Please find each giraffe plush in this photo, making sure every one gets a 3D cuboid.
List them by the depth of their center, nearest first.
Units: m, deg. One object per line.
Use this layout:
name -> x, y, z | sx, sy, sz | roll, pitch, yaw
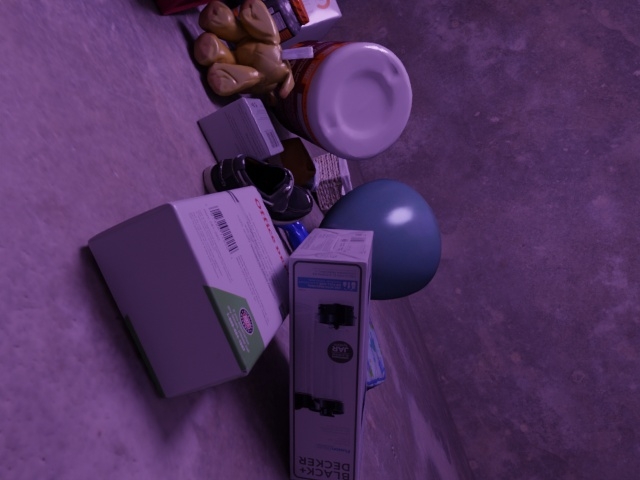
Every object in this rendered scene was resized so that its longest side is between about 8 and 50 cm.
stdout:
giraffe plush -> -0.133, -0.345, 0.871 | 0.170, 0.210, 0.181 | -163, -99, -78

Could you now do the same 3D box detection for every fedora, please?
fedora -> -0.062, -0.177, 1.020 | 0.194, 0.079, 0.194 | 60, 17, -31

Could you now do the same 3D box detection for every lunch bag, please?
lunch bag -> 0.053, 0.202, 0.847 | 0.219, 0.090, 0.176 | 32, 37, -67

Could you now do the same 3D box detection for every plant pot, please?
plant pot -> 0.098, 0.016, 1.024 | 0.195, 0.290, 0.290 | -17, 84, -41

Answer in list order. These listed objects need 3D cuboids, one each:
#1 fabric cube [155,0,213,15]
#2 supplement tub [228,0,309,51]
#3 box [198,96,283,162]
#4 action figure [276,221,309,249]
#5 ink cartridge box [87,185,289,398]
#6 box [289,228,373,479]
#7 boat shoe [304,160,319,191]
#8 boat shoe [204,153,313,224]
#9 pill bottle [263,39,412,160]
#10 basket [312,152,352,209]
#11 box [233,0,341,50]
fabric cube -> -0.168, -0.560, 0.709 | 0.258, 0.254, 0.259 | 61, 35, -22
supplement tub -> -0.129, -0.517, 1.056 | 0.117, 0.190, 0.117 | -22, 90, -77
box -> -0.128, -0.174, 0.745 | 0.102, 0.087, 0.101 | 64, 14, -12
action figure -> 0.000, 0.000, 0.881 | 0.091, 0.139, 0.280 | -70, 138, -68
ink cartridge box -> -0.110, 0.035, 0.478 | 0.219, 0.093, 0.160 | -46, 114, -76
box -> 0.018, 0.141, 0.585 | 0.169, 0.087, 0.289 | -57, 149, -73
boat shoe -> -0.032, -0.183, 1.221 | 0.040, 0.049, 0.142 | 20, 31, -20
boat shoe -> -0.075, -0.080, 0.721 | 0.233, 0.079, 0.084 | 14, 53, -56
pill bottle -> 0.010, -0.332, 1.010 | 0.224, 0.224, 0.392 | 59, -8, -32
basket -> 0.036, -0.177, 1.307 | 0.167, 0.103, 0.113 | -95, 172, -53
box -> -0.127, -0.717, 1.220 | 0.345, 0.215, 0.168 | 66, -20, -9
